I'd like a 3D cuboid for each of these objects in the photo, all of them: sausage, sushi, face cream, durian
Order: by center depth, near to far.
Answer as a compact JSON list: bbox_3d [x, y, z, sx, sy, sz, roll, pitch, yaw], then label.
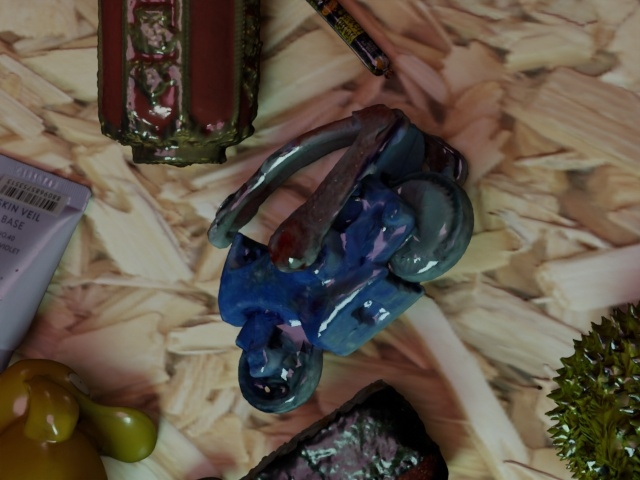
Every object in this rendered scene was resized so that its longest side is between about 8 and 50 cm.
[{"bbox_3d":[0.338,0.177,1.232,0.291,0.224,0.291,4,99,29],"label":"durian"},{"bbox_3d":[0.017,0.243,1.435,0.225,0.136,0.126,-30,89,19],"label":"sushi"},{"bbox_3d":[0.010,-0.242,1.463,0.198,0.028,0.025,49,134,15],"label":"sausage"},{"bbox_3d":[-0.378,0.043,1.636,0.154,0.096,0.274,19,88,26],"label":"face cream"}]

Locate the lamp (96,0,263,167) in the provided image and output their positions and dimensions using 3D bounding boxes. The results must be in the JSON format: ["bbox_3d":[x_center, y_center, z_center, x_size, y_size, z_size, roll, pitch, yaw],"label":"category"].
[{"bbox_3d":[-0.149,-0.214,1.459,0.177,0.177,0.274,4,95,24],"label":"lamp"}]

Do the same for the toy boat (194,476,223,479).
[{"bbox_3d":[-0.132,0.355,1.541,0.077,0.075,0.185,-1,89,28],"label":"toy boat"}]

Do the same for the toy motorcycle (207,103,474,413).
[{"bbox_3d":[0.015,0.010,1.425,0.319,0.241,0.182,-43,117,15],"label":"toy motorcycle"}]

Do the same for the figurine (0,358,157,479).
[{"bbox_3d":[-0.303,0.247,1.546,0.215,0.228,0.215,14,139,12],"label":"figurine"}]
